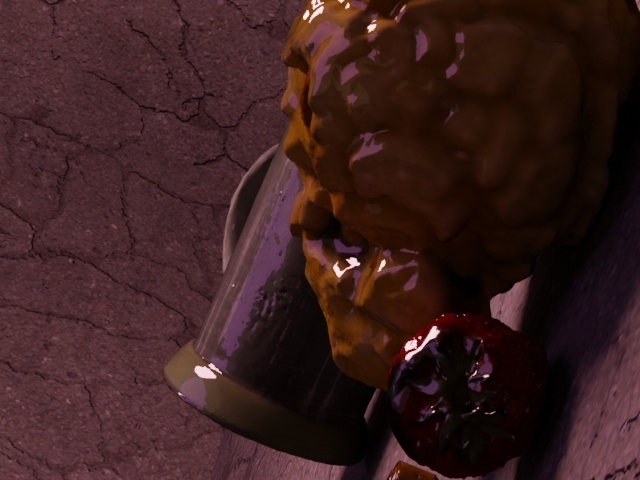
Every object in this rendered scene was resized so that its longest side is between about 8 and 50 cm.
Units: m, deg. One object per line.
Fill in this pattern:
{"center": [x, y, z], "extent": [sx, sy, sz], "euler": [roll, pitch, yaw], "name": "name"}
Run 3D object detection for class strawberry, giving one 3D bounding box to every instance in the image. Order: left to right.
{"center": [0.091, 0.091, 1.100], "extent": [0.106, 0.106, 0.106], "euler": [-158, 90, -85], "name": "strawberry"}

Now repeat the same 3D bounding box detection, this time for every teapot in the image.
{"center": [0.000, 0.000, 1.691], "extent": [0.270, 0.200, 0.337], "euler": [36, 105, 53], "name": "teapot"}

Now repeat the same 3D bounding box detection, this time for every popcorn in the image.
{"center": [0.077, -0.063, 1.215], "extent": [0.265, 0.225, 0.332], "euler": [-110, 30, -75], "name": "popcorn"}

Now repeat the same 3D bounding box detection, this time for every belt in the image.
{"center": [0.052, 0.200, 1.335], "extent": [0.059, 0.036, 0.083], "euler": [-152, 85, -86], "name": "belt"}
